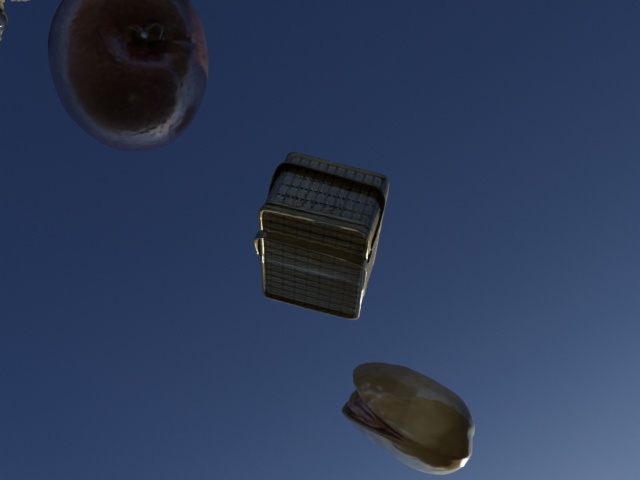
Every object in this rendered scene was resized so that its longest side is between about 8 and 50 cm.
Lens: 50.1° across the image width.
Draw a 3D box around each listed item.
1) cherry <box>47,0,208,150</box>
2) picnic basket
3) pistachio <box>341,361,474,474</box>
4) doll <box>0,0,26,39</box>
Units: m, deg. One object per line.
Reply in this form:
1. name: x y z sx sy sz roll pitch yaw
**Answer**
1. cherry: -0.277 -0.256 1.006 0.221 0.307 0.261 -1 -97 -9
2. picnic basket: 0.000 0.000 1.388 0.228 0.175 0.312 15 -38 7
3. pistachio: 0.183 0.374 1.440 0.299 0.187 0.187 21 -63 29
4. doll: -0.551 -0.477 1.191 0.091 0.202 0.285 23 -112 4
